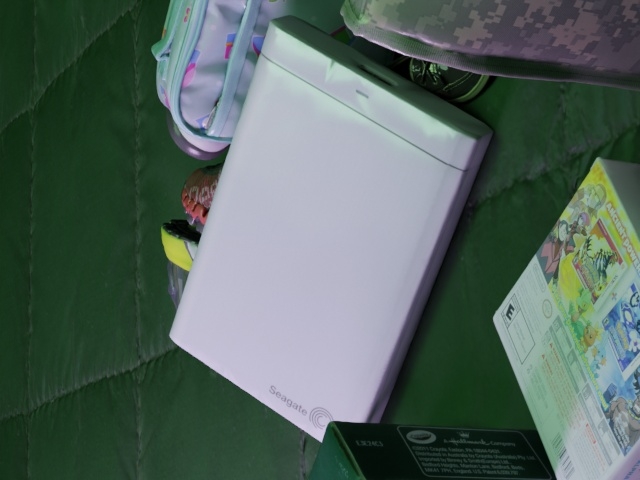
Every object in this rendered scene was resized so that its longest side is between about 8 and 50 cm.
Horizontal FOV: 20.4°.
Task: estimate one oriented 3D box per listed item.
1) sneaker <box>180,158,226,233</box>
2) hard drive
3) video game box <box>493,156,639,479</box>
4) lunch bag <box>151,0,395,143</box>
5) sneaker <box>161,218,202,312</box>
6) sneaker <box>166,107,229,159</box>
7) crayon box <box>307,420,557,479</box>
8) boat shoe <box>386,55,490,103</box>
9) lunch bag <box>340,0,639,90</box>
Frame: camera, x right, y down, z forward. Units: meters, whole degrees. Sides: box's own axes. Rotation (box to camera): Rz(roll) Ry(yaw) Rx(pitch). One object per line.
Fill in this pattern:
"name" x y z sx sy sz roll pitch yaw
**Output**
"sneaker" -0.065 -0.058 1.880 0.276 0.097 0.135 23 107 61
"hard drive" 0.000 0.000 1.657 0.233 0.047 0.353 32 120 23
"video game box" 0.215 0.074 1.326 0.187 0.048 0.205 116 147 -41
"lunch bag" -0.038 -0.215 1.706 0.108 0.224 0.279 48 127 57
"sneaker" -0.096 0.065 1.938 0.300 0.111 0.121 -139 48 -66
"sneaker" -0.062 -0.214 1.818 0.145 0.090 0.270 -31 28 55
"crayon box" 0.062 0.297 1.420 0.083 0.203 0.323 -122 44 -52
"boat shoe" 0.102 -0.150 1.600 0.152 0.049 0.056 -21 66 62
"lunch bag" 0.165 -0.239 1.213 0.169 0.287 0.235 -117 39 -48
